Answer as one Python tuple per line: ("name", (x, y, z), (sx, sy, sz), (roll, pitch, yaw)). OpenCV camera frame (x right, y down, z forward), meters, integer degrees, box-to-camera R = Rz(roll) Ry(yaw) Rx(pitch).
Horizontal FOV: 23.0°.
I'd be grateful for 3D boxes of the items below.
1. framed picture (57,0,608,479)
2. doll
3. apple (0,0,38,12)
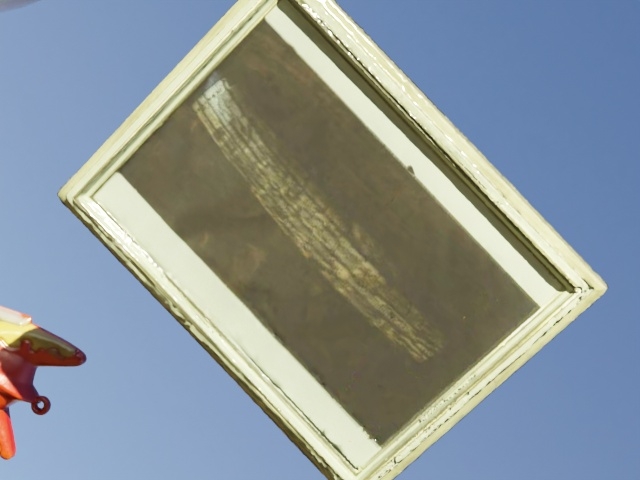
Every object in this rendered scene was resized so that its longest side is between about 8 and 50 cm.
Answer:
("framed picture", (0.000, 0.000, 1.001), (0.293, 0.018, 0.231), (46, -71, 2))
("doll", (-0.276, 0.080, 1.242), (0.169, 0.109, 0.057), (40, 11, 13))
("apple", (-0.328, -0.377, 1.337), (0.346, 0.391, 0.391), (31, -32, 2))
